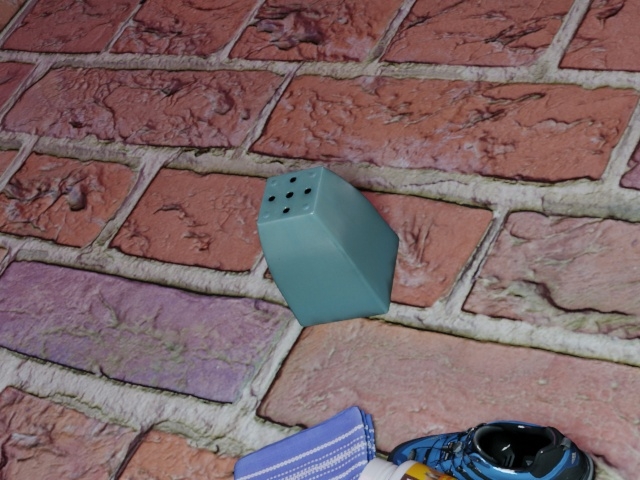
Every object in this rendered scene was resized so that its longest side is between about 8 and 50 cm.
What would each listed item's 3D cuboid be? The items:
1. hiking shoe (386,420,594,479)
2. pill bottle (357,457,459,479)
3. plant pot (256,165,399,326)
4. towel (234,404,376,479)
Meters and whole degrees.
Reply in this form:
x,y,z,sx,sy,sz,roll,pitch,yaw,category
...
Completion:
x,y,z,sx,sy,sz,roll,pitch,yaw,category
0.219,0.290,1.774,0.304,0.132,0.113,-7,48,29,hiking shoe
0.153,0.369,1.717,0.215,0.117,0.117,20,64,25,pill bottle
0.000,0.000,2.116,0.165,0.234,0.165,-11,47,25,plant pot
-0.028,0.397,1.866,0.243,0.040,0.336,-25,32,15,towel
